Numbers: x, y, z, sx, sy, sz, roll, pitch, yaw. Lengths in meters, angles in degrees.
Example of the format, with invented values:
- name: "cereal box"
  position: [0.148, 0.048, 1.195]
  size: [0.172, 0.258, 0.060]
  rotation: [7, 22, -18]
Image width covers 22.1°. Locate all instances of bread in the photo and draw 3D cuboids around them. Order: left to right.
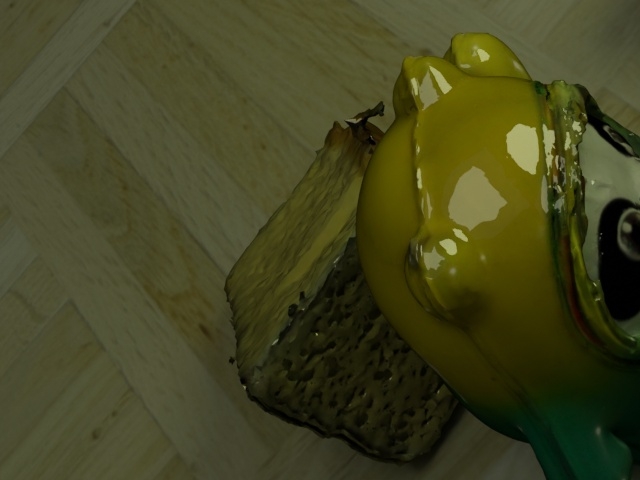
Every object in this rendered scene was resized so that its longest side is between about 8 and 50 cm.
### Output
- name: "bread"
  position: [0.000, 0.000, 1.352]
  size: [0.315, 0.279, 0.248]
  rotation: [33, 94, 36]

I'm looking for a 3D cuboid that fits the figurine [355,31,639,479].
- name: "figurine"
  position: [0.155, 0.026, 1.130]
  size: [0.231, 0.340, 0.323]
  rotation: [-23, 48, 29]
